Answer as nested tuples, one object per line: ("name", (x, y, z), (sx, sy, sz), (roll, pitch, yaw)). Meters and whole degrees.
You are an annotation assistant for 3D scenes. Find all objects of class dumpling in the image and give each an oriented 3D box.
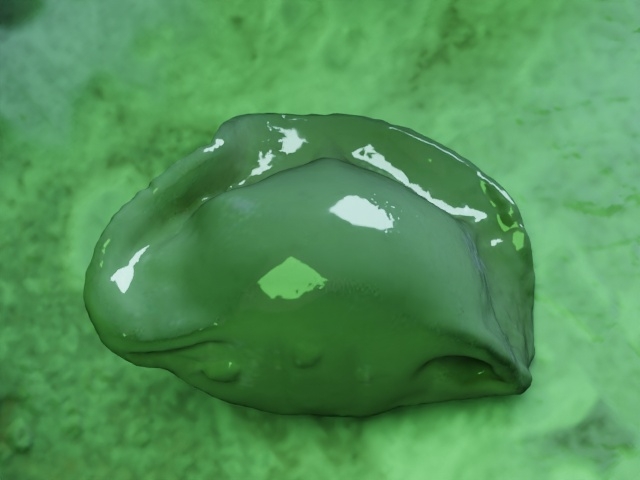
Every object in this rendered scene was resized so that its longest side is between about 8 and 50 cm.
("dumpling", (-0.002, -0.001, 0.678), (0.169, 0.100, 0.134), (-5, 60, 5))
